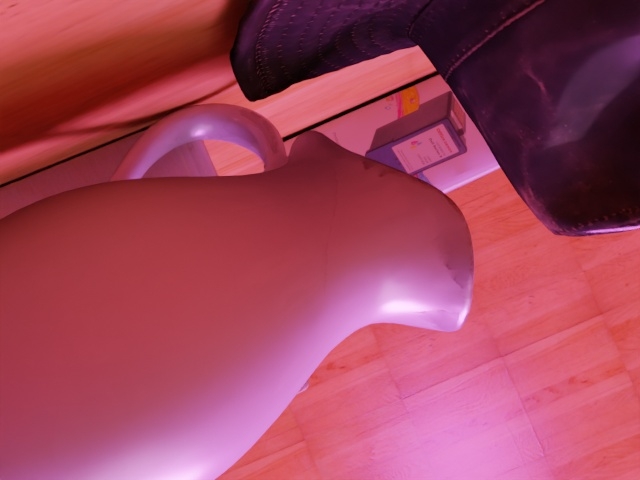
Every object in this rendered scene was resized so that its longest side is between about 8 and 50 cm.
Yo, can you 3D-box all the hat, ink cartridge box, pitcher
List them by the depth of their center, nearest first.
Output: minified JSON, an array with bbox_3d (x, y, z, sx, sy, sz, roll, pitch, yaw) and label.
[{"bbox_3d":[0.139,-0.083,0.423,0.331,0.134,0.331,-24,-179,0],"label":"hat"},{"bbox_3d":[-0.070,0.016,0.459,0.207,0.126,0.177,-26,-135,-28],"label":"pitcher"},{"bbox_3d":[0.064,-0.071,0.951,0.212,0.093,0.154,-22,-179,-3],"label":"ink cartridge box"}]

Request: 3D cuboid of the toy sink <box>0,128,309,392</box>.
[{"bbox_3d":[-0.115,0.040,0.650,0.131,0.153,0.234,-24,-179,-13],"label":"toy sink"}]
